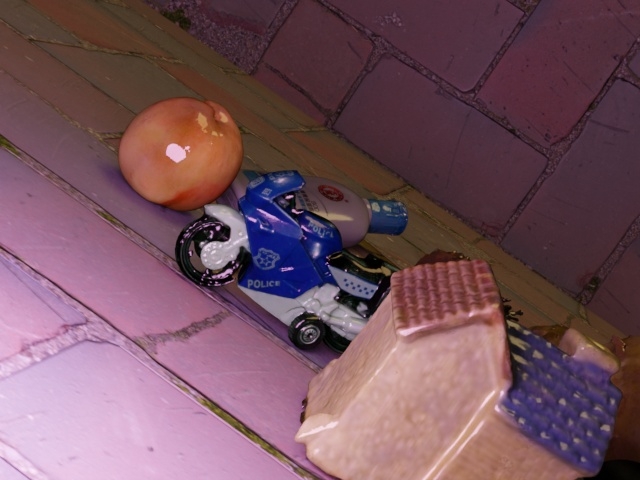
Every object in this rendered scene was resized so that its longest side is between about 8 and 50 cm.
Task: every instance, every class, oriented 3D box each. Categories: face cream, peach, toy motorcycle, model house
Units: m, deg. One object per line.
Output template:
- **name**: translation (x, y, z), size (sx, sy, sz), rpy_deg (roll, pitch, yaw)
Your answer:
- **face cream**: translation (-0.004, -0.048, 1.956), size (0.336, 0.080, 0.163), rpy_deg (4, 36, -31)
- **peach**: translation (-0.205, -0.132, 1.747), size (0.184, 0.184, 0.184), rpy_deg (33, 11, -7)
- **toy motorcycle**: translation (-0.019, 0.027, 1.541), size (0.331, 0.196, 0.125), rpy_deg (28, 12, -21)
- **model house**: translation (0.166, 0.171, 1.297), size (0.321, 0.266, 0.261), rpy_deg (32, 15, -9)

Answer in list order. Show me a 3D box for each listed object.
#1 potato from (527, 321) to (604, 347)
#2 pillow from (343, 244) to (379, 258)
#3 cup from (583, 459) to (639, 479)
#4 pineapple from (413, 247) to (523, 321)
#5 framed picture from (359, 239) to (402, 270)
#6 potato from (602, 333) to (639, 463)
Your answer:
- **potato**: translation (0.499, 0.254, 2.214), size (0.296, 0.141, 0.191), rpy_deg (39, 9, 35)
- **pillow**: translation (0.000, 0.000, 2.046), size (0.270, 0.067, 0.173), rpy_deg (40, 18, 27)
- **cup**: translation (0.378, 0.390, 1.391), size (0.166, 0.239, 0.177), rpy_deg (-8, 6, 2)
- **pineapple**: translation (0.276, 0.130, 2.098), size (0.169, 0.169, 0.340), rpy_deg (42, 7, 36)
- **framed picture**: translation (0.114, 0.056, 2.270), size (0.338, 0.014, 0.255), rpy_deg (41, 13, 32)
- **potato**: translation (0.526, 0.313, 1.801), size (0.288, 0.301, 0.237), rpy_deg (-5, 17, 16)
